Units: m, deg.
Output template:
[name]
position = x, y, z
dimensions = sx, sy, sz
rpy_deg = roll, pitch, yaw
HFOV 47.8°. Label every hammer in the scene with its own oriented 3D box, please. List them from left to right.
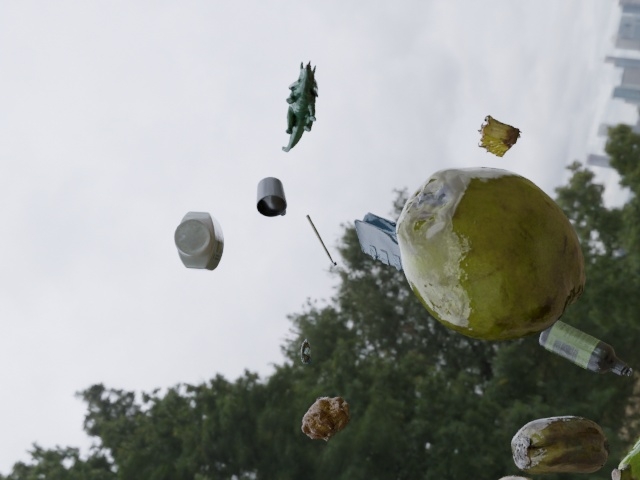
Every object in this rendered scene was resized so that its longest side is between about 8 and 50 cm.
[hammer]
position = 0.000, 0.000, 2.469
dimensions = 0.013, 0.199, 0.062
rpy_deg = -29, 3, -14

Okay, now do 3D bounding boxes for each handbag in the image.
[handbag]
position = 0.225, 0.010, 2.457
dimensions = 0.062, 0.229, 0.179
rpy_deg = -35, -54, -26

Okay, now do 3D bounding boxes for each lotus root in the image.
[lotus root]
position = 0.648, 0.553, 1.946
dimensions = 0.160, 0.274, 0.152
rpy_deg = 124, 147, -56

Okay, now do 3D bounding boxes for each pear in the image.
[pear]
position = 0.349, 0.031, 1.516
dimensions = 0.352, 0.413, 0.352
rpy_deg = -51, 11, 15

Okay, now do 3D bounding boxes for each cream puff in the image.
[cream puff]
position = 0.016, 0.433, 1.744
dimensions = 0.122, 0.094, 0.116
rpy_deg = -47, -18, -27

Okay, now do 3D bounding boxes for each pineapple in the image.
[pineapple]
position = 0.497, -0.283, 1.987
dimensions = 0.137, 0.116, 0.069
rpy_deg = 40, -118, -47

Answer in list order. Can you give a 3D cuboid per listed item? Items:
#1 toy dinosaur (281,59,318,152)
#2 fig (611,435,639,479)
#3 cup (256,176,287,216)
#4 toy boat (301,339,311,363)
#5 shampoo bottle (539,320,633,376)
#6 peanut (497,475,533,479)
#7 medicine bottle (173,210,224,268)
[toy dinosaur]
position = -0.049, -0.297, 1.712
dimensions = 0.120, 0.079, 0.292
rpy_deg = -82, 5, -48
[fig]
position = 0.715, 0.421, 1.385
dimensions = 0.314, 0.233, 0.233
rpy_deg = 33, -116, -20
[cup]
position = -0.120, -0.106, 1.844
dimensions = 0.100, 0.078, 0.077
rpy_deg = 48, -156, -41
[toy boat]
position = -0.046, 0.367, 2.381
dimensions = 0.038, 0.038, 0.083
rpy_deg = -5, -89, -67
[shampoo bottle]
position = 0.827, 0.345, 2.235
dimensions = 0.101, 0.284, 0.101
rpy_deg = -35, -41, -38
[peanut]
position = 0.480, 0.643, 1.557
dimensions = 0.169, 0.387, 0.192
rpy_deg = -33, -78, -8
[medicine bottle]
position = -0.377, 0.003, 2.259
dimensions = 0.324, 0.124, 0.179
rpy_deg = 86, -172, -84
